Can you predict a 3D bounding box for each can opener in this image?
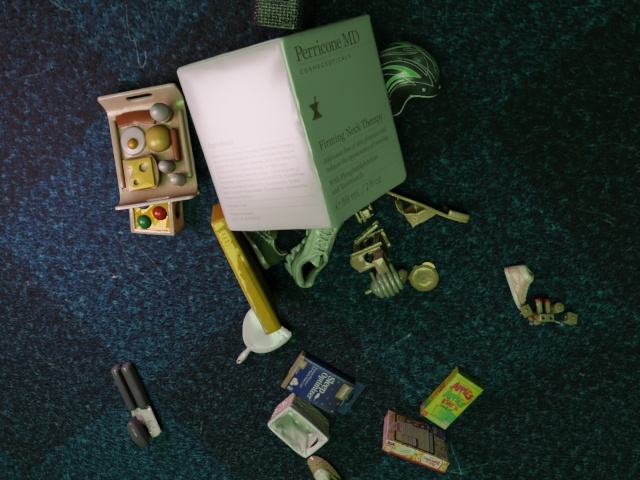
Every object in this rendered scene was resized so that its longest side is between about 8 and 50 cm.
[{"bbox_3d":[-0.602,0.534,1.913,0.076,0.095,0.283,-14,108,13],"label":"can opener"}]

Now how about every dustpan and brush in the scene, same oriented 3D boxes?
[{"bbox_3d":[-0.198,0.308,1.797,0.147,0.060,0.211,37,104,-4],"label":"dustpan and brush"}]

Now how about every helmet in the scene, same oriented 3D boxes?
[{"bbox_3d":[0.198,-0.392,1.417,0.169,0.169,0.162,46,126,-9],"label":"helmet"}]

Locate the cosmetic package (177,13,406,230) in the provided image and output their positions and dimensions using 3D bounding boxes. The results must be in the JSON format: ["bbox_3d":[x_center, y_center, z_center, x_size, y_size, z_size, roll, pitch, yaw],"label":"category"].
[{"bbox_3d":[-0.054,-0.261,1.358,0.328,0.329,0.393,0,114,40],"label":"cosmetic package"}]

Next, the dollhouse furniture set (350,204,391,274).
[{"bbox_3d":[0.105,-0.003,1.562,0.101,0.182,0.160,-24,105,16],"label":"dollhouse furniture set"}]

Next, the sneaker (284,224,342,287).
[{"bbox_3d":[0.000,0.000,1.604,0.110,0.118,0.292,16,115,-19],"label":"sneaker"}]

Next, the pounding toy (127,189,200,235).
[{"bbox_3d":[-0.435,-0.123,1.646,0.181,0.094,0.205,4,111,7],"label":"pounding toy"}]

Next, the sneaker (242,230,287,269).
[{"bbox_3d":[-0.162,-0.017,1.666,0.086,0.064,0.192,-26,105,9],"label":"sneaker"}]

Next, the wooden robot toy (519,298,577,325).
[{"bbox_3d":[0.611,0.203,1.634,0.174,0.079,0.076,4,73,-12],"label":"wooden robot toy"}]

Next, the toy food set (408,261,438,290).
[{"bbox_3d":[0.289,0.103,1.660,0.083,0.020,0.083,-22,106,16],"label":"toy food set"}]

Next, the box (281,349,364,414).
[{"bbox_3d":[0.008,0.448,1.823,0.225,0.036,0.136,29,112,-4],"label":"box"}]

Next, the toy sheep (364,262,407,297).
[{"bbox_3d":[0.182,0.116,1.648,0.132,0.091,0.091,-27,104,11],"label":"toy sheep"}]

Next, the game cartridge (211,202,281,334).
[{"bbox_3d":[-0.200,0.060,1.579,0.053,0.285,0.323,-24,106,-3],"label":"game cartridge"}]

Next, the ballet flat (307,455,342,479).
[{"bbox_3d":[0.033,0.787,1.926,0.073,0.067,0.206,-41,99,20],"label":"ballet flat"}]

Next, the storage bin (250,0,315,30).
[{"bbox_3d":[-0.085,-0.544,1.392,0.122,0.180,0.084,9,112,5],"label":"storage bin"}]

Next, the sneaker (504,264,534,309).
[{"bbox_3d":[0.554,0.126,1.612,0.070,0.051,0.134,-18,102,20],"label":"sneaker"}]

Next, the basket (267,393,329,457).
[{"bbox_3d":[-0.063,0.567,1.840,0.167,0.103,0.113,43,110,-9],"label":"basket"}]

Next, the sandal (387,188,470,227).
[{"bbox_3d":[0.269,-0.067,1.565,0.240,0.088,0.079,16,106,-3],"label":"sandal"}]

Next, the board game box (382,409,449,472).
[{"bbox_3d":[0.285,0.598,1.776,0.194,0.146,0.045,21,111,1],"label":"board game box"}]

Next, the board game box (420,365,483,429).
[{"bbox_3d":[0.390,0.471,1.768,0.092,0.043,0.181,34,111,-4],"label":"board game box"}]

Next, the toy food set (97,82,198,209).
[{"bbox_3d":[-0.459,-0.244,1.562,0.220,0.092,0.305,-9,89,7],"label":"toy food set"}]
